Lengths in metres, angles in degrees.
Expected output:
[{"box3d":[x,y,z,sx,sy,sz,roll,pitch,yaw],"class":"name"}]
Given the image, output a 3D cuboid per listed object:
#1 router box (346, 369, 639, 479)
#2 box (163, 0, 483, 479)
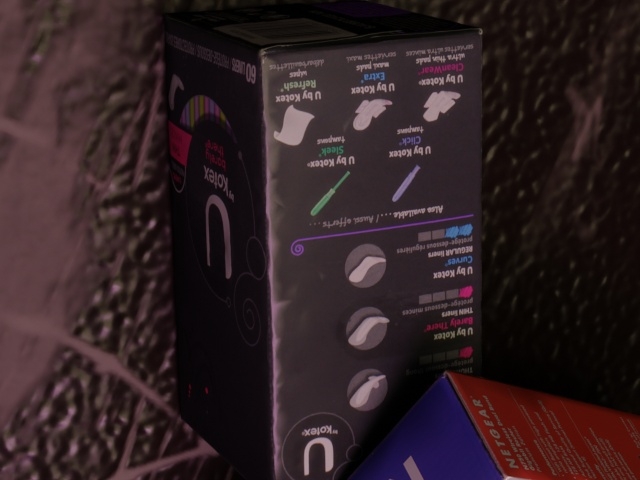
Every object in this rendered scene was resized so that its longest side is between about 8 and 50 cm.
[{"box3d":[0.099,0.243,1.078,0.301,0.082,0.335,17,123,-40],"class":"router box"},{"box3d":[0.000,0.000,1.039,0.143,0.165,0.270,-8,106,-23],"class":"box"}]
